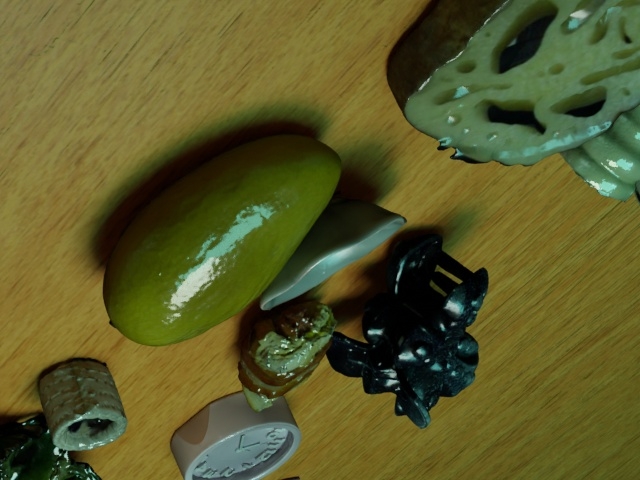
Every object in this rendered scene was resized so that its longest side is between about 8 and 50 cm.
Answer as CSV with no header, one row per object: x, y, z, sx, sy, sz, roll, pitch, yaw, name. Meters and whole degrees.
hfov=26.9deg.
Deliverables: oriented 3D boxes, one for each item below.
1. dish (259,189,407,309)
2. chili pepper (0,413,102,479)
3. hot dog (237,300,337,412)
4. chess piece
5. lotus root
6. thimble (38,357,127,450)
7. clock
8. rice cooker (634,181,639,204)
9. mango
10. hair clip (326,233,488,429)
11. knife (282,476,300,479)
0.000,0.000,1.695,0.229,0.081,0.229,-32,174,-4,dish
-0.410,0.329,1.875,0.148,0.116,0.264,-21,150,12,chili pepper
-0.056,0.155,1.893,0.146,0.103,0.213,-33,166,-34,hot dog
0.429,-0.182,1.752,0.133,0.133,0.243,12,125,-47,chess piece
0.262,-0.229,1.566,0.375,0.111,0.390,-21,152,-8,lotus root
-0.319,0.221,1.790,0.102,0.090,0.115,-21,150,-4,thimble
-0.131,0.316,2.093,0.197,0.068,0.197,-20,148,-13,clock
0.592,-0.108,1.837,0.288,0.288,0.277,-40,146,19,rice cooker
-0.128,-0.002,1.571,0.331,0.142,0.195,-48,146,17,mango
0.141,0.146,1.934,0.206,0.194,0.310,-42,153,-21,hair clip
-0.147,0.455,2.338,0.247,0.018,0.035,-18,145,-20,knife
